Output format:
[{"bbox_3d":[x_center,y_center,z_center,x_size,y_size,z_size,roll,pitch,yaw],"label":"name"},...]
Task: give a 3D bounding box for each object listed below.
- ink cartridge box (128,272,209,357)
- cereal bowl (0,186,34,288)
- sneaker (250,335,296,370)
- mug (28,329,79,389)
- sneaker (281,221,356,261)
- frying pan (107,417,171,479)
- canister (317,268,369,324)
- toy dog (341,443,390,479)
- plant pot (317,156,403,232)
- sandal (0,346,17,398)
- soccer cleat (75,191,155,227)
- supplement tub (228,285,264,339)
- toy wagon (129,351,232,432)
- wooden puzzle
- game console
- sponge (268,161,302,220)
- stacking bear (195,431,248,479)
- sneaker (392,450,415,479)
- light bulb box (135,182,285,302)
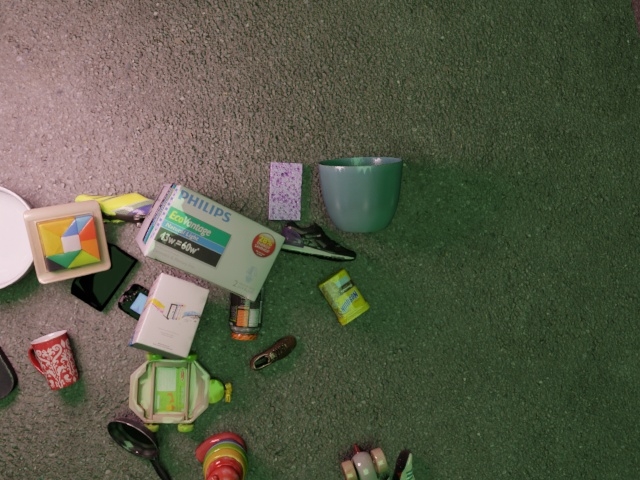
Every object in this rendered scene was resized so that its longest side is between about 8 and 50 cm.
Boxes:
[{"bbox_3d":[-0.496,0.253,1.663,0.168,0.171,0.233,24,66,-21],"label":"ink cartridge box"},{"bbox_3d":[-1.059,-0.008,1.632,0.338,0.141,0.339,0,90,-9],"label":"cereal bowl"},{"bbox_3d":[-0.164,0.410,1.810,0.188,0.071,0.066,-32,95,-7],"label":"sneaker"},{"bbox_3d":[-0.886,0.399,1.694,0.113,0.150,0.170,-22,99,-45],"label":"mug"},{"bbox_3d":[0.000,0.000,1.823,0.283,0.107,0.124,12,82,-9],"label":"sneaker"},{"bbox_3d":[-0.577,0.704,1.713,0.326,0.197,0.053,42,40,-10],"label":"frying pan"},{"bbox_3d":[0.082,0.203,1.849,0.126,0.073,0.170,-33,93,-8],"label":"canister"},{"bbox_3d":[0.164,0.883,1.846,0.219,0.161,0.334,5,104,-12],"label":"toy dog"},{"bbox_3d":[0.142,-0.159,1.762,0.292,0.293,0.235,-6,105,-9],"label":"plant pot"},{"bbox_3d":[-1.150,0.323,1.634,0.167,0.107,0.446,-35,95,-8],"label":"sandal"},{"bbox_3d":[-0.681,-0.120,1.734,0.288,0.093,0.121,10,58,-5],"label":"soccer cleat"},{"bbox_3d":[-0.259,0.246,1.772,0.116,0.117,0.191,5,90,-9],"label":"supplement tub"},{"bbox_3d":[-0.481,0.524,1.762,0.344,0.068,0.268,3,90,-10],"label":"toy wagon"},{"bbox_3d":[-0.802,0.004,1.620,0.220,0.044,0.239,-14,107,-31],"label":"wooden puzzle"},{"bbox_3d":[-0.652,0.180,1.747,0.361,0.044,0.213,34,85,-8],"label":"game console"},{"bbox_3d":[-0.127,-0.175,1.836,0.117,0.031,0.210,2,89,-9],"label":"sponge"},{"bbox_3d":[-0.319,0.763,1.675,0.164,0.289,0.175,-41,96,-7],"label":"stacking bear"},{"bbox_3d":[0.324,0.870,1.903,0.075,0.057,0.162,18,86,-25],"label":"sneaker"},{"bbox_3d":[-0.357,-0.005,1.593,0.357,0.361,0.225,27,86,-24],"label":"light bulb box"}]
